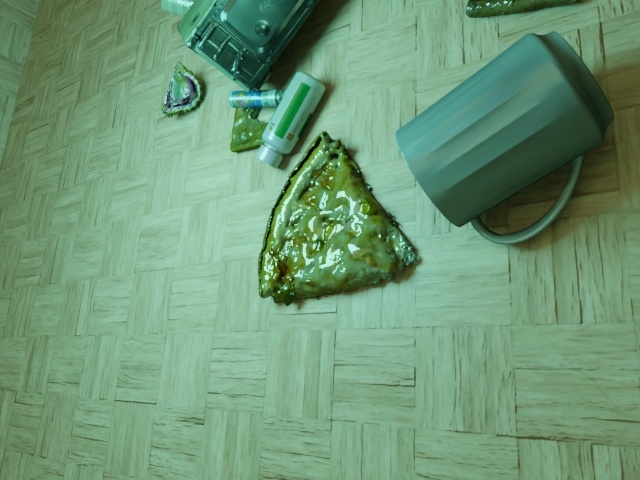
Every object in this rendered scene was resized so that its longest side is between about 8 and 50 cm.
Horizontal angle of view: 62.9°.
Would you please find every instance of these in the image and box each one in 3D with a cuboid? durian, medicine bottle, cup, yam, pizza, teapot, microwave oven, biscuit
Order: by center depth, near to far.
[{"bbox_3d":[0.360,-0.171,0.981,0.327,0.237,0.323,-33,88,23],"label":"cup"},{"bbox_3d":[0.435,-0.522,1.133,0.241,0.057,0.057,9,81,36],"label":"yam"},{"bbox_3d":[-0.023,-0.010,1.282,0.392,0.080,0.435,-41,54,18],"label":"pizza"},{"bbox_3d":[-0.086,-0.323,1.418,0.095,0.095,0.260,32,93,38],"label":"medicine bottle"},{"bbox_3d":[-0.184,-0.662,1.472,0.394,0.247,0.333,-50,34,13],"label":"microwave oven"},{"bbox_3d":[-0.167,-0.407,1.498,0.191,0.051,0.051,2,76,17],"label":"medicine bottle"},{"bbox_3d":[-0.193,-0.351,1.539,0.174,0.039,0.183,-8,71,35],"label":"biscuit"},{"bbox_3d":[-0.442,-0.483,1.745,0.108,0.119,0.187,21,102,1],"label":"durian"},{"bbox_3d":[-0.430,-0.773,1.773,0.200,0.077,0.107,16,121,1],"label":"teapot"}]
